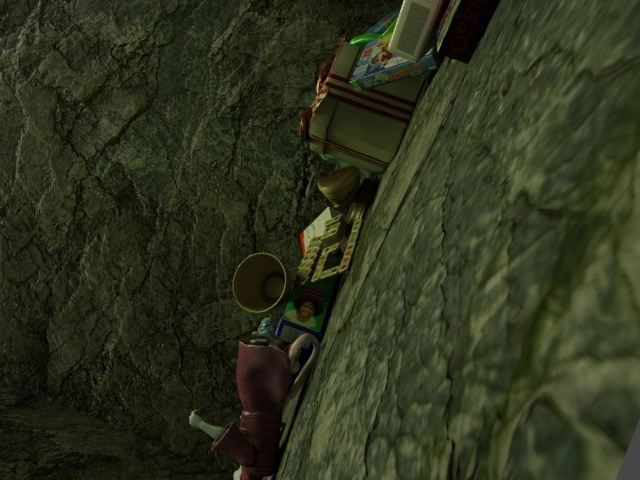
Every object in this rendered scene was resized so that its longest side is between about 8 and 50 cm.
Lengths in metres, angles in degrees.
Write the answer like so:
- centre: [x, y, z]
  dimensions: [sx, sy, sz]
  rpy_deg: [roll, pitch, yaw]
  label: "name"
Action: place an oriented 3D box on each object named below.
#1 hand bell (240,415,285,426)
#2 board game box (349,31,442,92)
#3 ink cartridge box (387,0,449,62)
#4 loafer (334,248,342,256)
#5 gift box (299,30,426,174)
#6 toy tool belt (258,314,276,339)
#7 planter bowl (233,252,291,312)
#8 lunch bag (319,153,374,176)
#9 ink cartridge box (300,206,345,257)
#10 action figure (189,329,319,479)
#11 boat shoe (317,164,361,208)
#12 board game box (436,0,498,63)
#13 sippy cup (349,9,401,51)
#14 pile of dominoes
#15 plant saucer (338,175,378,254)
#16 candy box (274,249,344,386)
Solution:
- centre: [-0.177, 0.602, 1.085]
  dimensions: [0.126, 0.126, 0.241]
  rpy_deg: [111, 170, -64]
  label: "hand bell"
- centre: [0.170, -0.400, 0.882]
  dimensions: [0.201, 0.035, 0.136]
  rpy_deg: [1, 59, 42]
  label: "board game box"
- centre: [0.226, -0.484, 0.677]
  dimensions: [0.261, 0.066, 0.296]
  rpy_deg: [-53, -12, -40]
  label: "ink cartridge box"
- centre: [0.028, 0.079, 1.602]
  dimensions: [0.096, 0.084, 0.267]
  rpy_deg: [102, -171, -86]
  label: "loafer"
- centre: [0.102, -0.351, 1.071]
  dimensions: [0.276, 0.258, 0.255]
  rpy_deg: [103, -172, -81]
  label: "gift box"
- centre: [-0.156, 0.259, 1.188]
  dimensions: [0.051, 0.052, 0.083]
  rpy_deg: [95, -170, -49]
  label: "toy tool belt"
- centre: [-0.146, 0.124, 1.147]
  dimensions: [0.162, 0.162, 0.109]
  rpy_deg: [-69, -25, -6]
  label: "planter bowl"
- centre: [0.106, -0.305, 1.454]
  dimensions: [0.176, 0.219, 0.090]
  rpy_deg: [101, -169, -85]
  label: "lunch bag"
- centre: [0.000, 0.000, 1.540]
  dimensions: [0.231, 0.078, 0.134]
  rpy_deg: [-44, 41, 34]
  label: "ink cartridge box"
- centre: [-0.123, 0.408, 0.943]
  dimensions: [0.248, 0.276, 0.369]
  rpy_deg: [42, -135, -58]
  label: "action figure"
- centre: [0.074, -0.158, 1.254]
  dimensions: [0.341, 0.122, 0.110]
  rpy_deg: [-57, -48, -72]
  label: "boat shoe"
- centre: [0.236, -0.412, 0.492]
  dimensions: [0.208, 0.056, 0.346]
  rpy_deg: [-61, -7, -54]
  label: "board game box"
- centre: [0.211, -0.548, 1.216]
  dimensions: [0.306, 0.240, 0.224]
  rpy_deg: [0, 49, 49]
  label: "sippy cup"
- centre: [0.012, 0.021, 1.142]
  dimensions: [0.196, 0.040, 0.251]
  rpy_deg: [-23, 26, 30]
  label: "pile of dominoes"
- centre: [0.117, -0.086, 1.336]
  dimensions: [0.278, 0.041, 0.277]
  rpy_deg: [21, -90, -89]
  label: "plant saucer"
- centre: [-0.049, 0.220, 1.217]
  dimensions: [0.317, 0.122, 0.268]
  rpy_deg: [-71, 1, -51]
  label: "candy box"
